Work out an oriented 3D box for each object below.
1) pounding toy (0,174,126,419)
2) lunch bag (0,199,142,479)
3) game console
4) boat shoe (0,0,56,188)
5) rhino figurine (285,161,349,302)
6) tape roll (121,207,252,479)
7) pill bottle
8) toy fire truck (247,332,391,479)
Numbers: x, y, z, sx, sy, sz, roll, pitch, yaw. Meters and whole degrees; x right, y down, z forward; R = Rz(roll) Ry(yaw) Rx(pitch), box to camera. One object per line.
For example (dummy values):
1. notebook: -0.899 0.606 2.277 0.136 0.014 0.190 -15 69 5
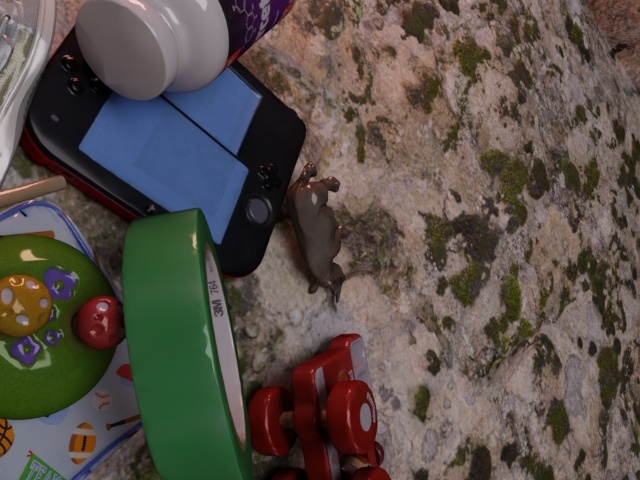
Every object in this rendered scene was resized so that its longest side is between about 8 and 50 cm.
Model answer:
1. pounding toy: -0.265 0.048 0.565 0.183 0.110 0.237 -21 93 -49
2. lunch bag: -0.313 0.121 0.653 0.243 0.115 0.303 -40 108 -44
3. game console: -0.195 -0.162 0.867 0.386 0.060 0.342 39 56 -32
4. boat shoe: -0.377 -0.187 0.659 0.103 0.118 0.320 23 72 -43
5. rhino figurine: 0.000 0.000 1.000 0.106 0.073 0.243 -50 133 -55
6. tape roll: -0.144 0.126 0.686 0.077 0.321 0.321 -10 87 -6
7. pill bottle: -0.163 -0.316 0.789 0.181 0.181 0.323 52 45 -22
8. toy fire truck: 0.035 0.313 0.926 0.254 0.169 0.302 -11 90 -63
